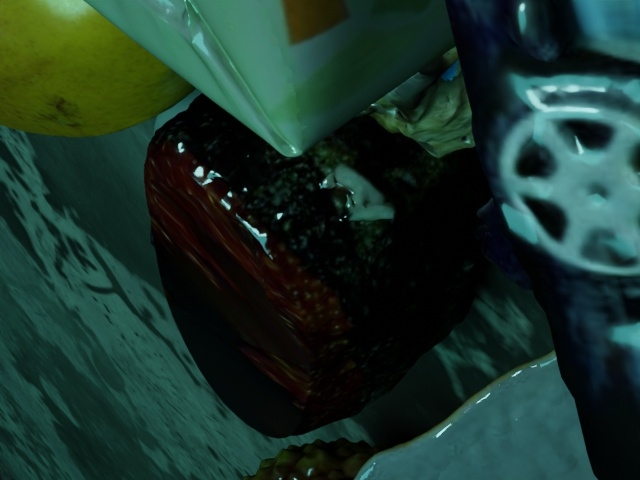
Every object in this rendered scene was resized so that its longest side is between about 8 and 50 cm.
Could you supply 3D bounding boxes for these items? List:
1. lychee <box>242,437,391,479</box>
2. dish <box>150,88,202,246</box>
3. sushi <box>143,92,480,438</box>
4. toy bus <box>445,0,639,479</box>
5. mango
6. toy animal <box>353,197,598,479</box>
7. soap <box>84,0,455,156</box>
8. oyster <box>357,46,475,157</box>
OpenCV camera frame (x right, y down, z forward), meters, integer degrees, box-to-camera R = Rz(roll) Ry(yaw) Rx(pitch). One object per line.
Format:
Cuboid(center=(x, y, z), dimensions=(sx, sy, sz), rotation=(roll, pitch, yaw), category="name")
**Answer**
Cuboid(center=(0.018, 0.233, 1.114), dimensions=(0.236, 0.236, 0.271), rotation=(39, 140, 31), category="lychee")
Cuboid(center=(-0.065, -0.015, 1.071), dimensions=(0.141, 0.078, 0.141), rotation=(43, 159, 21), category="dish")
Cuboid(center=(0.000, 0.000, 0.884), dimensions=(0.136, 0.126, 0.225), rotation=(41, 158, 23), category="sushi")
Cuboid(center=(0.175, 0.040, 0.466), dimensions=(0.162, 0.171, 0.386), rotation=(4, 129, 35), category="toy bus")
Cuboid(center=(-0.132, -0.126, 0.958), dimensions=(0.154, 0.126, 0.252), rotation=(47, 162, -22), category="mango")
Cuboid(center=(0.170, 0.091, 0.694), dimensions=(0.284, 0.225, 0.302), rotation=(31, 146, 1), category="toy animal")
Cuboid(center=(0.011, -0.157, 0.492), dimensions=(0.138, 0.199, 0.182), rotation=(41, 157, 34), category="soap")
Cuboid(center=(-0.007, -0.149, 0.716), dimensions=(0.214, 0.083, 0.223), rotation=(38, 151, 23), category="oyster")
